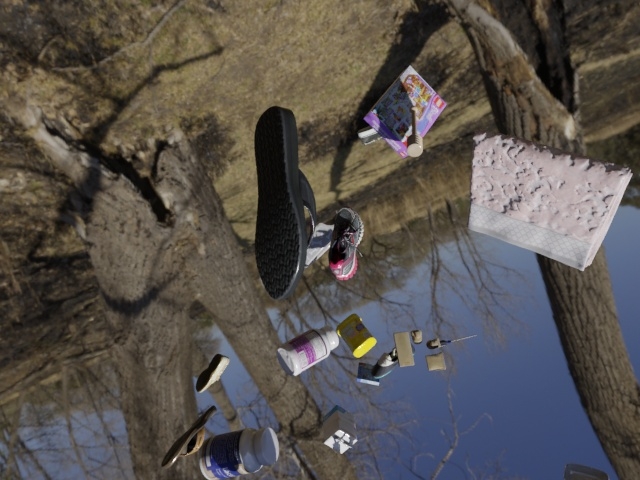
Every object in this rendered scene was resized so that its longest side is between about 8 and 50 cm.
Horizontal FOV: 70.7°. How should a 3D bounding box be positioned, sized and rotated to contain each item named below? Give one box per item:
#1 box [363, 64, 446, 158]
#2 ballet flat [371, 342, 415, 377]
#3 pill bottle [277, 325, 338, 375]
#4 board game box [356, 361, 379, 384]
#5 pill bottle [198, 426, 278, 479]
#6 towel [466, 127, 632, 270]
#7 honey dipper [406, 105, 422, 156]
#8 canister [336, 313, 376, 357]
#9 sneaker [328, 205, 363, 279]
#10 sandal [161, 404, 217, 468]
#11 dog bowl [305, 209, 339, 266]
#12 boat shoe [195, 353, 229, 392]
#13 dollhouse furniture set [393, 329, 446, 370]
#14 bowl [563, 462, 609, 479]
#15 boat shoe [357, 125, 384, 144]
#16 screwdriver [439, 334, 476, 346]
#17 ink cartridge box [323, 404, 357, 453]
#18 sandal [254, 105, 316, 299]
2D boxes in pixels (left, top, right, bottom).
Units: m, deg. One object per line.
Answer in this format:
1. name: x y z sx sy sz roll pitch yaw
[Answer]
1. box: 0.306 -0.461 1.607 0.293 0.201 0.057 -52 -169 -27
2. ballet flat: 0.273 0.445 1.723 0.203 0.074 0.074 -27 180 -20
3. pill bottle: -0.058 0.552 2.305 0.302 0.169 0.169 -21 178 -36
4. board game box: 0.197 0.544 1.845 0.090 0.019 0.090 10 -148 3
5. pill bottle: -0.296 0.774 1.649 0.265 0.153 0.153 -20 178 18
6. towel: 0.516 -0.094 1.089 0.332 0.316 0.053 26 -123 32
7. honey dipper: 0.187 -0.225 0.898 0.031 0.030 0.160 -22 -142 30
8. canister: 0.161 0.431 2.047 0.126 0.073 0.170 -41 -140 1
9. sneaker: 0.094 -0.003 1.729 0.121 0.298 0.112 -8 150 22
10. sandal: -0.362 0.567 1.294 0.090 0.060 0.219 -43 179 30
11. dog bowl: 0.000 0.000 2.289 0.349 0.102 0.349 -45 175 -5
12. boat shoe: -0.313 0.391 1.317 0.045 0.050 0.135 27 105 -46
13. dollhouse furniture set: 0.340 0.394 1.593 0.152 0.143 0.123 -8 161 0
14. bowl: 0.935 0.875 1.590 0.142 0.053 0.141 6 -134 25
15. boat shoe: 0.264 -0.448 1.847 0.220 0.070 0.077 -11 -151 28
16. screwdriver: 0.517 0.387 1.736 0.170 0.025 0.024 -12 -158 7
17. ink cartridge box: 0.072 0.719 1.705 0.090 0.092 0.143 -48 -163 18
18. sandal: -0.068 -0.088 1.036 0.107 0.444 0.168 4 171 -39
